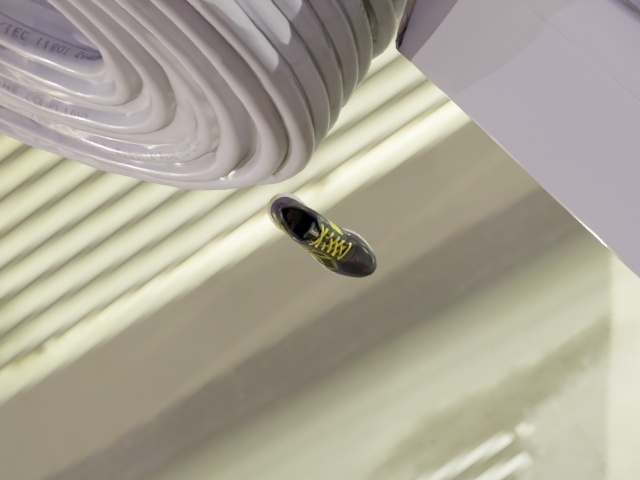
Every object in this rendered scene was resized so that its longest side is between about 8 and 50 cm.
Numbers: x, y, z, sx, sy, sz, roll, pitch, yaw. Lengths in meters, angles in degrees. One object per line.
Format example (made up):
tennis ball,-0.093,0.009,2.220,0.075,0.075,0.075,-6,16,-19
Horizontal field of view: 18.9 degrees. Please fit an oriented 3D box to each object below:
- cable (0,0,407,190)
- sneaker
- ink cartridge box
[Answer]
cable,-0.099,-0.110,0.599,0.089,0.257,0.257,-61,-15,-15
sneaker,0.000,0.000,1.257,0.031,0.083,0.035,-58,4,5
ink cartridge box,0.153,-0.058,0.543,0.212,0.093,0.154,-5,37,-36
